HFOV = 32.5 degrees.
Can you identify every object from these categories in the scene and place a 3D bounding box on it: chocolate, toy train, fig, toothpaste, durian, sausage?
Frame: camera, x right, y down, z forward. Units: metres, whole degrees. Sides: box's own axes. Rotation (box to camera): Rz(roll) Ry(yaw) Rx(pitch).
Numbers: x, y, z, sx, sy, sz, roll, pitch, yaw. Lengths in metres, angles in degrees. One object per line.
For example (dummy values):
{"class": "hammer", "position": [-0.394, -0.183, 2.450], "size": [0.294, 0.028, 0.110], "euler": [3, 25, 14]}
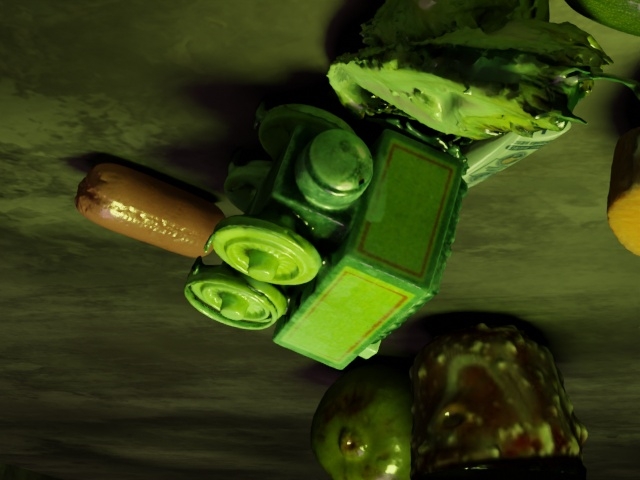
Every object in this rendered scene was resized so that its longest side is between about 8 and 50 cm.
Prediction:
{"class": "chocolate", "position": [0.229, 0.226, 1.458], "size": [0.225, 0.210, 0.340], "euler": [-11, 157, 19]}
{"class": "toy train", "position": [0.000, 0.000, 0.933], "size": [0.188, 0.159, 0.271], "euler": [23, 152, -9]}
{"class": "fig", "position": [0.098, 0.283, 1.670], "size": [0.203, 0.202, 0.225], "euler": [-6, 178, 27]}
{"class": "toothpaste", "position": [0.116, -0.059, 0.949], "size": [0.062, 0.039, 0.239], "euler": [-1, 165, -33]}
{"class": "durian", "position": [0.095, -0.113, 0.674], "size": [0.132, 0.106, 0.375], "euler": [37, 173, -18]}
{"class": "sausage", "position": [-0.162, -0.028, 1.056], "size": [0.154, 0.062, 0.062], "euler": [22, 154, -40]}

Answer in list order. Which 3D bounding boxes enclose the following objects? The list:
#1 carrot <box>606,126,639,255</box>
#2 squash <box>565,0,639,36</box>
{"class": "carrot", "position": [0.360, -0.032, 0.836], "size": [0.307, 0.100, 0.258], "euler": [9, 166, -28]}
{"class": "squash", "position": [0.265, -0.149, 0.631], "size": [0.258, 0.069, 0.069], "euler": [0, 159, 14]}
